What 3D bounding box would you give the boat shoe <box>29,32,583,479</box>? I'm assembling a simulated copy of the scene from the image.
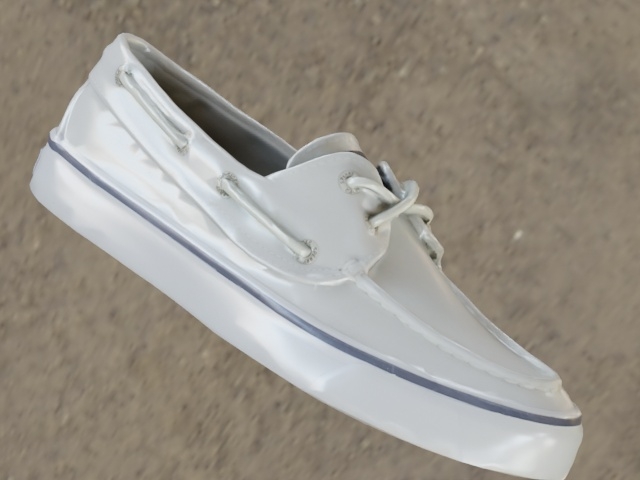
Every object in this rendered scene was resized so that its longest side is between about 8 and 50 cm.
[{"bbox_3d":[0.000,0.000,0.799,0.267,0.088,0.096,33,13,32],"label":"boat shoe"}]
